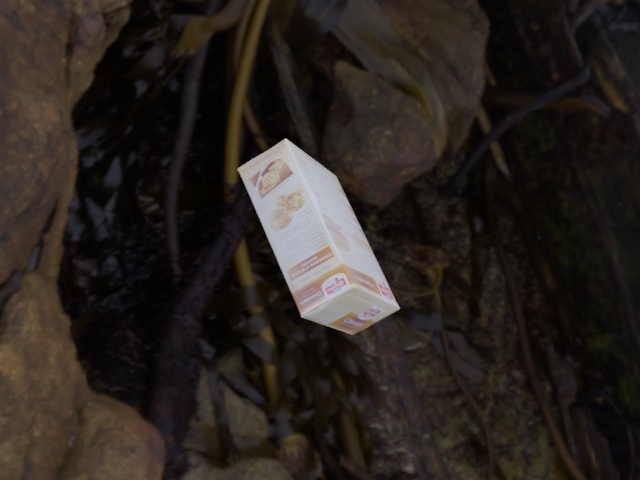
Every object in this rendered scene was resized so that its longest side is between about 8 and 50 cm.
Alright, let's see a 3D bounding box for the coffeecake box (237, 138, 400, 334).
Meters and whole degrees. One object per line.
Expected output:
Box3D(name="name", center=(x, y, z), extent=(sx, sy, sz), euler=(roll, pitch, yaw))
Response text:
Box3D(name="coffeecake box", center=(0.000, 0.000, 0.980), extent=(0.142, 0.068, 0.185), euler=(30, 32, -63))
